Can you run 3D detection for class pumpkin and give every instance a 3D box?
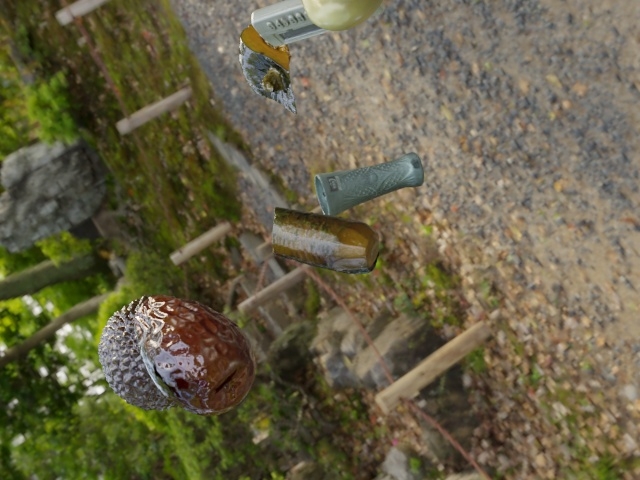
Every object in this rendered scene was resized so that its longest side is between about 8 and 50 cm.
[{"bbox_3d":[-0.132,-0.421,1.948,0.130,0.126,0.247,92,169,-46],"label":"pumpkin"}]

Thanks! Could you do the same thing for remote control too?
[{"bbox_3d":[-0.004,-0.400,1.388,0.090,0.230,0.049,29,-125,-60],"label":"remote control"}]

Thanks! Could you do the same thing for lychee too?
[{"bbox_3d":[-0.321,0.218,1.589,0.235,0.236,0.271,55,145,12],"label":"lychee"}]

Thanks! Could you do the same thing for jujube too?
[{"bbox_3d":[-0.207,0.173,1.263,0.236,0.168,0.168,30,153,38],"label":"jujube"}]

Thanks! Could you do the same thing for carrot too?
[{"bbox_3d":[0.000,0.000,1.154,0.173,0.082,0.082,10,144,23],"label":"carrot"}]

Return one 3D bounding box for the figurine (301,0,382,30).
[{"bbox_3d":[-0.002,-0.367,0.769,0.222,0.124,0.324,-10,-86,-69],"label":"figurine"}]

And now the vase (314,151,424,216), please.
[{"bbox_3d":[0.105,-0.121,1.668,0.096,0.220,0.096,163,90,-81],"label":"vase"}]
